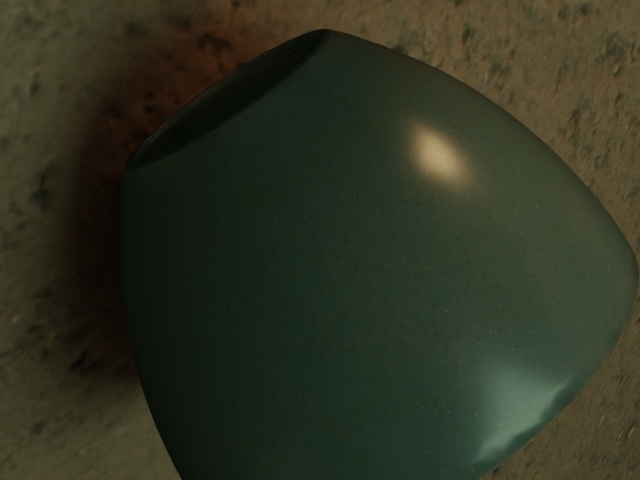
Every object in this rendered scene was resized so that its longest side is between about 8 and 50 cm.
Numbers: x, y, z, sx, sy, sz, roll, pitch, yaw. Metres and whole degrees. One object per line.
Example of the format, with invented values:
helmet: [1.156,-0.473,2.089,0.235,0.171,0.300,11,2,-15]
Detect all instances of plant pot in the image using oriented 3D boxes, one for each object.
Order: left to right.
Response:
plant pot: [0.000,0.000,0.642,0.290,0.290,0.195,-43,109,-25]
